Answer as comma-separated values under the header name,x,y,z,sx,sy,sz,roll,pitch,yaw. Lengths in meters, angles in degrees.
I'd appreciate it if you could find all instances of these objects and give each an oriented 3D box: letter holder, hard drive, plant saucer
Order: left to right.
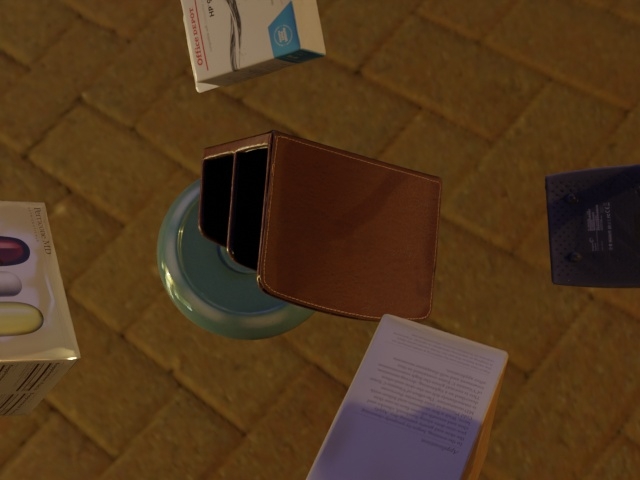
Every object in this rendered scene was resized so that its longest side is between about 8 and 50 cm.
name,x,y,z,sx,sy,sz,roll,pitch,yaw
plant saucer,-0.124,0.013,2.306,0.318,0.043,0.317,1,74,-5
letter holder,0.000,0.000,1.766,0.152,0.302,0.214,-9,74,49
hard drive,0.434,-0.015,1.794,0.255,0.054,0.172,-3,73,6

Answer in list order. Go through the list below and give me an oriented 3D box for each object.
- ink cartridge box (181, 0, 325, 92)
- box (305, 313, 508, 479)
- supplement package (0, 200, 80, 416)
name,x,y,z,sx,sy,sz,roll,pitch,yaw
ink cartridge box,-0.092,-0.238,1.515,0.180,0.060,0.104,-14,85,29
box,0.089,0.297,1.603,0.168,0.215,0.345,18,48,13
supplement package,-0.386,0.073,1.381,0.149,0.203,0.194,-43,57,43
